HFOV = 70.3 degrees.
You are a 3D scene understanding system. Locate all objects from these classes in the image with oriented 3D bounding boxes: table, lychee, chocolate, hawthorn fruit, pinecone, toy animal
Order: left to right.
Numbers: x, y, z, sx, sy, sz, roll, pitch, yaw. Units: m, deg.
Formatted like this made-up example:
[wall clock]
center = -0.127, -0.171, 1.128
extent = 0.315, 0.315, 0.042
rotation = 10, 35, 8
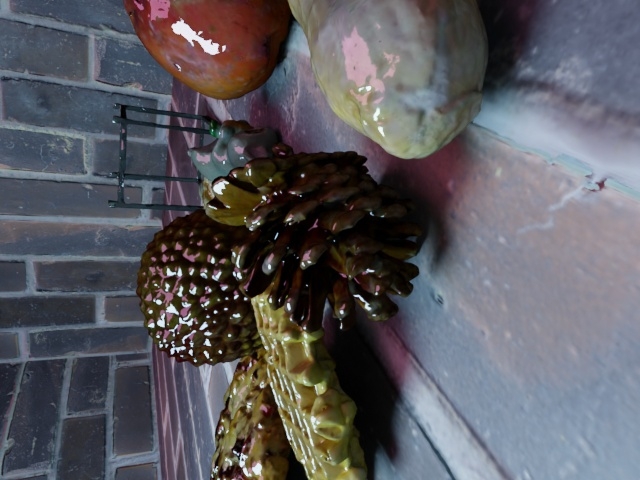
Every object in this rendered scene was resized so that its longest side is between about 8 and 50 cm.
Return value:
[table]
center = -0.427, -0.232, 1.248
extent = 0.335, 0.272, 0.222
rotation = -138, 55, -59
[hawthorn fruit]
center = -0.203, -0.389, 0.741
extent = 0.276, 0.307, 0.276
rotation = -37, 44, 48
[lychee]
center = -0.141, 0.058, 0.662
extent = 0.271, 0.235, 0.236
rotation = -40, 49, 30
[toy animal]
center = -0.129, -0.151, 0.809
extent = 0.251, 0.127, 0.125
rotation = 17, 93, 50
[pinecone]
center = 0.000, -0.004, 0.414
extent = 0.195, 0.179, 0.150
rotation = 37, 125, 35
[chocolate]
center = 0.043, -0.196, 0.383
extent = 0.134, 0.134, 0.309
rotation = 120, 145, -46

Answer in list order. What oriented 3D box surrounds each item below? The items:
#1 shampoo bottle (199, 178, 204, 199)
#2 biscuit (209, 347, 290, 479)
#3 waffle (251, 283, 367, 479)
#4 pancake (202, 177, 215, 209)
[shampoo bottle]
center = -0.219, -0.125, 1.015
extent = 0.162, 0.079, 0.079
rotation = 162, 108, -64
[biscuit]
center = -0.120, 0.326, 0.712
extent = 0.334, 0.081, 0.289
rotation = -101, 30, -52
[waffle]
center = -0.020, 0.171, 0.521
extent = 0.253, 0.056, 0.249
rotation = 96, 151, -52
[pancake]
center = -0.191, -0.016, 0.932
extent = 0.266, 0.057, 0.245
rotation = 20, 120, 62
